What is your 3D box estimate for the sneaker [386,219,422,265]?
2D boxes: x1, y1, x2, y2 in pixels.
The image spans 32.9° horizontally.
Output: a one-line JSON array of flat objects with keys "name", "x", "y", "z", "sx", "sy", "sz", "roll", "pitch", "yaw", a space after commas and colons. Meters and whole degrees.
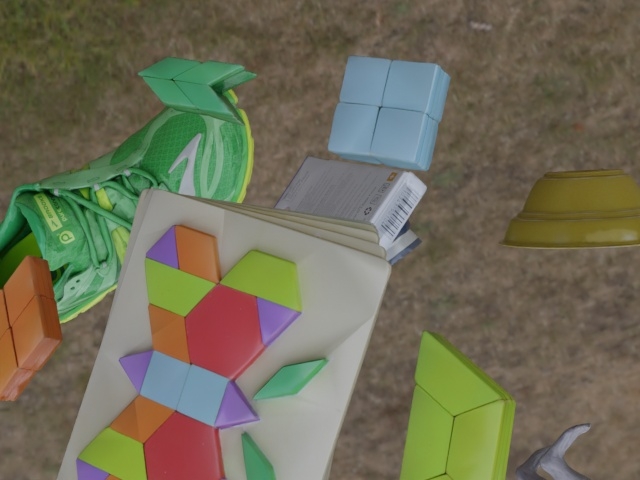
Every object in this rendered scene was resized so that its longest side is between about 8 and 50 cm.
[{"name": "sneaker", "x": 0.000, "y": 0.000, "z": 1.430, "sx": 0.112, "sy": 0.131, "sz": 0.319, "roll": -38, "pitch": -172, "yaw": -39}]

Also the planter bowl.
[{"name": "planter bowl", "x": 0.330, "y": -0.043, "z": 1.356, "sx": 0.217, "sy": 0.090, "sz": 0.217, "roll": -2, "pitch": -175, "yaw": 0}]

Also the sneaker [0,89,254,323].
[{"name": "sneaker", "x": -0.174, "y": -0.015, "z": 0.878, "sx": 0.295, "sy": 0.109, "sz": 0.123, "roll": -38, "pitch": 169, "yaw": 16}]

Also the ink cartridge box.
[{"name": "ink cartridge box", "x": -0.003, "y": 0.001, "z": 1.236, "sx": 0.045, "sy": 0.208, "sz": 0.206, "roll": 40, "pitch": 77, "yaw": -31}]

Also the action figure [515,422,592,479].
[{"name": "action figure", "x": 0.290, "y": 0.386, "z": 1.177, "sx": 0.178, "sy": 0.330, "sz": 0.341, "roll": -15, "pitch": 162, "yaw": -17}]

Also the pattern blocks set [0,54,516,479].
[{"name": "pattern blocks set", "x": -0.052, "y": 0.070, "z": 0.495, "sx": 0.285, "sy": 0.325, "sz": 0.026, "roll": 0, "pitch": 170, "yaw": 28}]
